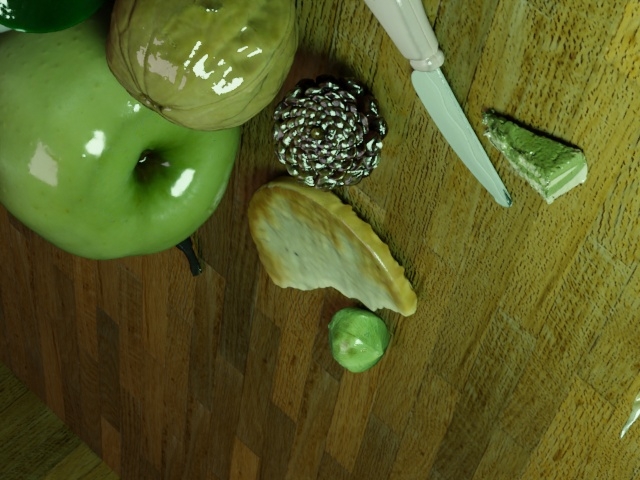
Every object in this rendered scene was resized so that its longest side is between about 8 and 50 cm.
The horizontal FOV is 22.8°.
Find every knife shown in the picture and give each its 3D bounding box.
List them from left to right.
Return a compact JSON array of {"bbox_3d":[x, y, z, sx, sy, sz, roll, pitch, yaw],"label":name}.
[{"bbox_3d":[0.120,-0.166,1.723,0.081,0.043,0.336,20,144,55],"label":"knife"}]

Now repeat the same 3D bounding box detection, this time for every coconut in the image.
[{"bbox_3d":[0.053,0.137,2.188,0.096,0.088,0.088,28,147,47],"label":"coconut"}]

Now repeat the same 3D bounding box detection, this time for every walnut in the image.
[{"bbox_3d":[-0.129,-0.238,1.805,0.228,0.228,0.228,37,152,24],"label":"walnut"}]

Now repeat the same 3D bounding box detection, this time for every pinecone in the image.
[{"bbox_3d":[0.013,-0.126,1.844,0.140,0.140,0.121,53,-162,-7],"label":"pinecone"}]

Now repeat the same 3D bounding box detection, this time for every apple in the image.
[{"bbox_3d":[-0.280,-0.155,2.040,0.357,0.357,0.357,37,152,24],"label":"apple"}]

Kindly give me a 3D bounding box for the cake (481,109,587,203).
[{"bbox_3d":[0.211,-0.089,1.667,0.140,0.055,0.051,30,155,38],"label":"cake"}]

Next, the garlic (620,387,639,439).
[{"bbox_3d":[0.376,0.128,1.609,0.090,0.128,0.198,36,153,-10],"label":"garlic"}]

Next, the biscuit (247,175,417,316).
[{"bbox_3d":[0.000,0.000,2.131,0.309,0.040,0.204,11,135,52],"label":"biscuit"}]

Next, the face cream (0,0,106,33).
[{"bbox_3d":[-0.391,-0.387,1.908,0.219,0.312,0.357,39,177,-34],"label":"face cream"}]

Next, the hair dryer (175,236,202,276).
[{"bbox_3d":[-0.265,-0.066,2.426,0.303,0.120,0.359,39,163,39],"label":"hair dryer"}]
